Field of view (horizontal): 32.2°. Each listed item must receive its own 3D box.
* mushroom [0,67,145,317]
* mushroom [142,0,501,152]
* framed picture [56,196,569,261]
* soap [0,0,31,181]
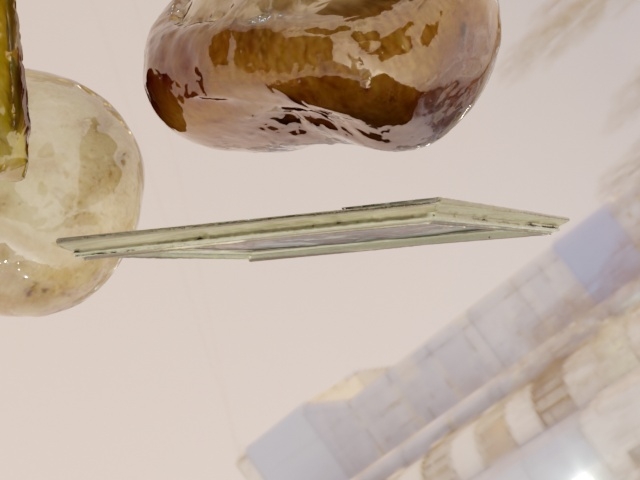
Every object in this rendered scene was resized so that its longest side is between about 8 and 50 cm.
[{"bbox_3d":[-0.289,-0.043,1.039,0.255,0.255,0.184,44,166,-8],"label":"mushroom"},{"bbox_3d":[0.006,-0.215,0.913,0.345,0.345,0.260,-82,-29,-53],"label":"mushroom"},{"bbox_3d":[0.000,0.000,0.787,0.232,0.296,0.019,3,-97,-58],"label":"framed picture"},{"bbox_3d":[-0.334,-0.199,0.651,0.304,0.169,0.339,14,-120,-52],"label":"soap"}]
